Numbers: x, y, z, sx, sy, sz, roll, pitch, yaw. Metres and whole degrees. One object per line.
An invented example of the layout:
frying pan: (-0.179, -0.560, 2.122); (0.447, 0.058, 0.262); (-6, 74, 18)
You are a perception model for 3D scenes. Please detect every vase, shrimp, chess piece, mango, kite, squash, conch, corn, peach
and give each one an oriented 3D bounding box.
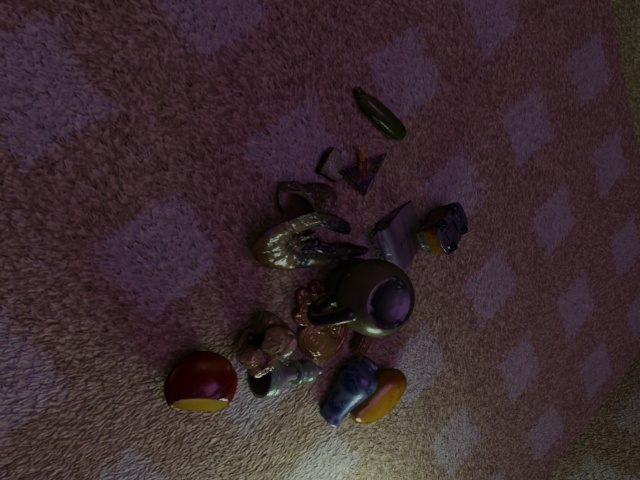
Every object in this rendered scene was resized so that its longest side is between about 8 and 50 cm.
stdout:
vase: (0.107, 0.185, 1.524); (0.329, 0.302, 0.240); (-23, 107, -21)
shrimp: (0.000, 0.000, 1.484); (0.445, 0.085, 0.272); (5, 141, -40)
chess piece: (-0.094, 0.432, 1.560); (0.272, 0.139, 0.139); (8, 95, -43)
mango: (0.211, 0.576, 1.776); (0.262, 0.109, 0.157); (-31, 124, -18)
kite: (0.152, -0.240, 1.625); (0.241, 0.014, 0.183); (-31, 125, -33)
squash: (0.203, -0.417, 1.602); (0.252, 0.066, 0.066); (33, 82, -31)
conch: (-0.039, -0.114, 1.474); (0.207, 0.130, 0.155); (23, 74, -19)
corn: (0.174, 0.317, 1.724); (0.068, 0.068, 0.207); (28, 83, -32)
peach: (-0.338, 0.415, 1.358); (0.192, 0.190, 0.190); (-51, 122, -35)

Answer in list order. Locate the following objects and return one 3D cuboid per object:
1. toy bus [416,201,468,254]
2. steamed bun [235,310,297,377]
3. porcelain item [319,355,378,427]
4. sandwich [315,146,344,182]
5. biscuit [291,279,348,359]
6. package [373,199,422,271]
toy bus: (0.447, -0.044, 1.772); (0.209, 0.136, 0.126); (-48, 118, -35)
steamed bun: (-0.173, 0.294, 1.441); (0.177, 0.192, 0.106); (-35, 119, 1)
porcelain item: (0.105, 0.528, 1.688); (0.141, 0.141, 0.259); (37, 89, -31)
sandwich: (0.041, -0.246, 1.552); (0.093, 0.036, 0.104); (25, 86, -32)
biscuit: (0.000, 0.274, 1.626); (0.202, 0.044, 0.288); (-23, 112, -26)
package: (0.285, -0.004, 1.743); (0.251, 0.062, 0.203); (-38, 117, -35)
